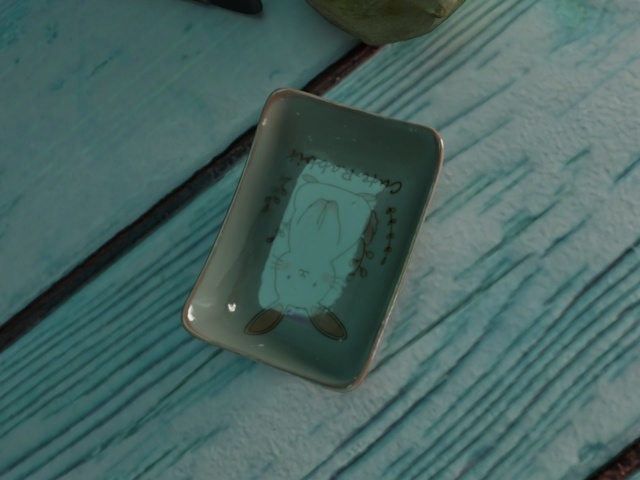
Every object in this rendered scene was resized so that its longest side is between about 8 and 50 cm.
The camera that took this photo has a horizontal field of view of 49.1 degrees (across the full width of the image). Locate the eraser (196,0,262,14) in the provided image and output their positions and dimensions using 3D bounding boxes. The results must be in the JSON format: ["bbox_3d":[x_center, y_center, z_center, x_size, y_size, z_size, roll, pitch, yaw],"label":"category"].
[{"bbox_3d":[-0.206,-0.301,0.667,0.351,0.089,0.061,22,80,15],"label":"eraser"}]

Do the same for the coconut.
[{"bbox_3d":[0.056,-0.249,0.557,0.194,0.194,0.194,-3,77,11],"label":"coconut"}]

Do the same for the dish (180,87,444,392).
[{"bbox_3d":[0.000,0.000,0.560,0.151,0.077,0.213,18,81,13],"label":"dish"}]
